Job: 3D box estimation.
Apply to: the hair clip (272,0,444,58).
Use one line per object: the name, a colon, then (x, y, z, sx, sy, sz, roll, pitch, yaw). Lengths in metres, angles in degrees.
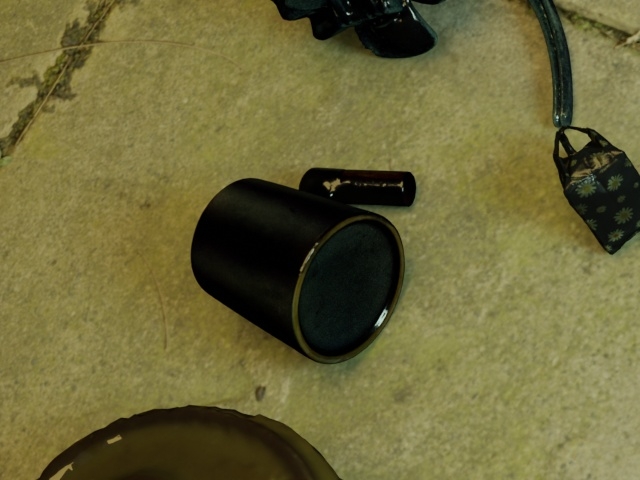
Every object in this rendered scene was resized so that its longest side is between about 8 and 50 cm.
hair clip: (0.053, -0.331, 1.844, 0.310, 0.194, 0.206, -14, 63, 41)

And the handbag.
handbag: (0.273, -0.067, 1.664, 0.072, 0.115, 0.139, -39, 36, 6)

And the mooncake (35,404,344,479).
mooncake: (-0.123, 0.357, 1.567, 0.394, 0.246, 0.393, -11, 54, 20)

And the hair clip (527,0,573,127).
hair clip: (0.238, -0.243, 1.803, 0.083, 0.048, 0.275, -24, 57, 11)

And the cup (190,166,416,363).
cup: (-0.003, 0.017, 1.763, 0.177, 0.239, 0.166, 22, 119, 41)
